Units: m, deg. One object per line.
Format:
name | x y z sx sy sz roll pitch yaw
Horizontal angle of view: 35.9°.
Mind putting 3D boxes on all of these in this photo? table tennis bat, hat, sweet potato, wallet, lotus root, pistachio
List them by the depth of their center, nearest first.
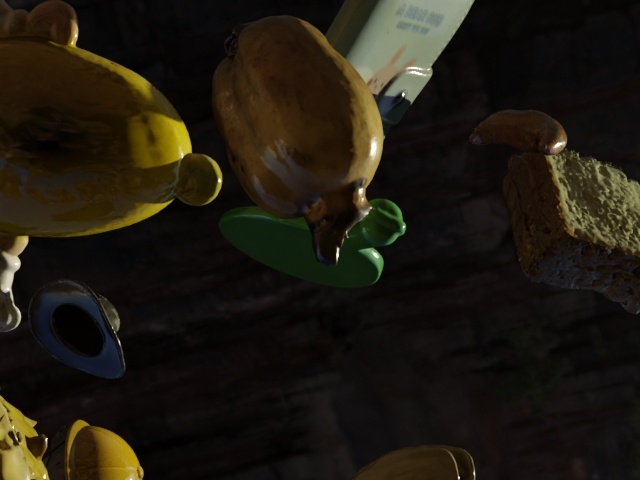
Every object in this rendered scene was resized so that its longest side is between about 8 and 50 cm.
lotus root | -0.014 -0.084 0.790 0.118 0.221 0.125 -13 153 -33
table tennis bat | 0.000 0.000 0.904 0.160 0.039 0.257 25 163 -20
hat | -0.234 0.086 1.001 0.121 0.121 0.050 -13 -160 34
pistachio | 0.088 0.326 1.172 0.226 0.136 0.136 -45 176 13
wallet | 0.055 -0.208 1.261 0.252 0.083 0.360 -8 136 -58
sweet potato | 0.276 -0.144 1.322 0.078 0.058 0.255 -12 -166 -11

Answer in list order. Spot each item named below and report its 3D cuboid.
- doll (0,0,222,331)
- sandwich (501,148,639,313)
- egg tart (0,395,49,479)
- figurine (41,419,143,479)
doll | -0.356 -0.101 1.034 0.348 0.423 0.161 -44 -175 7
sandwich | 0.483 -0.016 1.707 0.325 0.262 0.131 17 130 -19
egg tart | -0.243 0.175 0.540 0.341 0.341 0.132 -13 162 31
figurine | -0.390 0.383 1.527 0.256 0.192 0.167 -20 177 31
